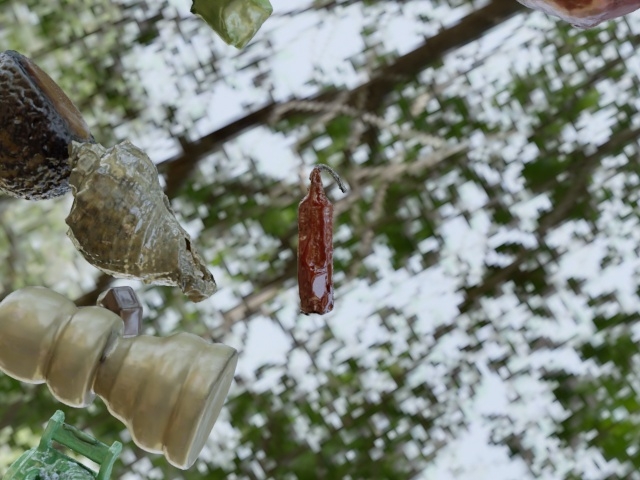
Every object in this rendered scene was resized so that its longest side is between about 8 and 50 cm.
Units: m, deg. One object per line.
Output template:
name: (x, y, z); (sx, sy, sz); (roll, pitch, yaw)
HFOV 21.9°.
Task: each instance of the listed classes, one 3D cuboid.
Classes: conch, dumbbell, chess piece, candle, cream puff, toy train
conch: (-0.279, -0.017, 2.385); (0.291, 0.159, 0.210); (60, -6, -2)
dumbbell: (-0.389, 0.121, 2.575); (0.092, 0.230, 0.082); (60, -40, 33)
chess piece: (-0.267, 0.155, 2.031); (0.299, 0.167, 0.167); (21, -38, 5)
candle: (0.000, 0.000, 1.734); (0.048, 0.053, 0.162); (7, -74, 25)
cream puff: (-0.453, -0.169, 2.520); (0.239, 0.165, 0.239); (52, 4, -5)
toy train: (-0.216, 0.214, 1.253); (0.099, 0.149, 0.081); (27, -37, 11)

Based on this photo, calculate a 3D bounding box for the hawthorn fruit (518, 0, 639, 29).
hawthorn fruit: (0.245, -0.331, 1.512); (0.211, 0.211, 0.299); (37, -21, 38)

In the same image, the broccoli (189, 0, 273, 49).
broccoli: (-0.248, -0.470, 2.582); (0.353, 0.275, 0.397); (-11, -108, 26)
